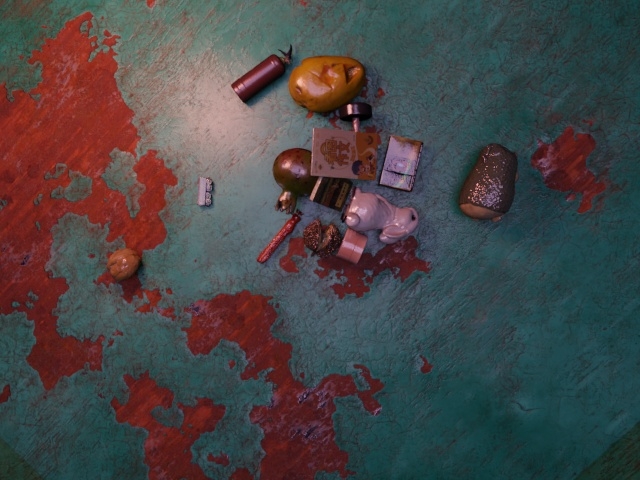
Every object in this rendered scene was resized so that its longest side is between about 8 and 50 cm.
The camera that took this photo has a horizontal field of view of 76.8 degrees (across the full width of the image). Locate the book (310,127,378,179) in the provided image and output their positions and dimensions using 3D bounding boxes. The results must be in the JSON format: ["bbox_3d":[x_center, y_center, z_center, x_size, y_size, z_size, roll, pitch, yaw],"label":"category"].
[{"bbox_3d":[0.107,-0.378,1.773,0.296,0.020,0.207,2,93,-12],"label":"book"}]

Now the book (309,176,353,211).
[{"bbox_3d":[0.055,-0.230,1.872,0.024,0.228,0.160,27,97,39],"label":"book"}]

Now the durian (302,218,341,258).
[{"bbox_3d":[0.000,0.000,1.910,0.196,0.167,0.196,4,108,13],"label":"durian"}]

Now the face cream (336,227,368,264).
[{"bbox_3d":[0.149,0.027,1.906,0.104,0.149,0.149,23,95,1],"label":"face cream"}]

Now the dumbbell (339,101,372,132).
[{"bbox_3d":[0.167,-0.510,1.866,0.153,0.152,0.218,-3,94,3],"label":"dumbbell"}]

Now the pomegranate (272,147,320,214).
[{"bbox_3d":[-0.096,-0.270,1.854,0.243,0.242,0.305,-3,91,3],"label":"pomegranate"}]

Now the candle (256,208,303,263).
[{"bbox_3d":[-0.196,-0.014,1.971,0.051,0.048,0.329,41,96,13],"label":"candle"}]

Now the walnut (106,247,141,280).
[{"bbox_3d":[-0.957,0.115,1.968,0.167,0.149,0.166,-8,75,32],"label":"walnut"}]

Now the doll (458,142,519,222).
[{"bbox_3d":[0.777,-0.259,1.832,0.247,0.247,0.349,14,88,1],"label":"doll"}]

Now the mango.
[{"bbox_3d":[0.034,-0.727,1.854,0.365,0.182,0.252,-18,90,-7],"label":"mango"}]

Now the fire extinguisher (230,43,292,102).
[{"bbox_3d":[-0.261,-0.798,1.896,0.344,0.102,0.138,-35,58,4],"label":"fire extinguisher"}]

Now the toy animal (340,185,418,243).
[{"bbox_3d":[0.279,-0.102,1.871,0.357,0.194,0.257,20,53,-3],"label":"toy animal"}]

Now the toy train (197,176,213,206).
[{"bbox_3d":[-0.564,-0.239,1.973,0.071,0.038,0.147,5,93,2],"label":"toy train"}]

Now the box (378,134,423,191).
[{"bbox_3d":[0.377,-0.362,1.909,0.159,0.071,0.240,12,95,-1],"label":"box"}]
